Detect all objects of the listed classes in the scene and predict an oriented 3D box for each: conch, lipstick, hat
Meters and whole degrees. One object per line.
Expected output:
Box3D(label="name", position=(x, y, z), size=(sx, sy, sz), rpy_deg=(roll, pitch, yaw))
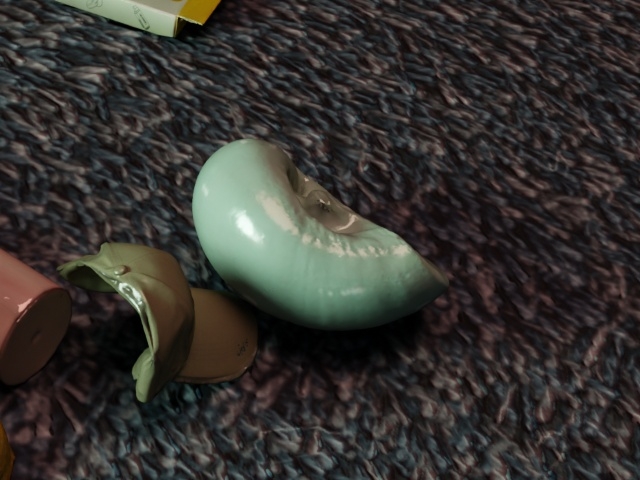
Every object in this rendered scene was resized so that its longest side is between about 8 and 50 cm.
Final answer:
Box3D(label="conch", position=(-0.003, 0.003, 1.483), size=(0.221, 0.121, 0.185), rpy_deg=(32, 29, 12))
Box3D(label="lipstick", position=(-0.347, -0.004, 1.430), size=(0.327, 0.087, 0.087), rpy_deg=(30, 44, 19))
Box3D(label="hat", position=(-0.112, 0.042, 1.408), size=(0.175, 0.085, 0.147), rpy_deg=(-1, 41, -50))

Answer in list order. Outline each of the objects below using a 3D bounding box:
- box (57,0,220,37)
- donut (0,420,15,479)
Box3D(label="box", position=(-0.211, -0.269, 1.807), size=(0.247, 0.033, 0.129), rpy_deg=(20, 40, 9))
Box3D(label="donut", position=(-0.269, 0.150, 1.313), size=(0.097, 0.043, 0.108), rpy_deg=(5, 46, -8))
